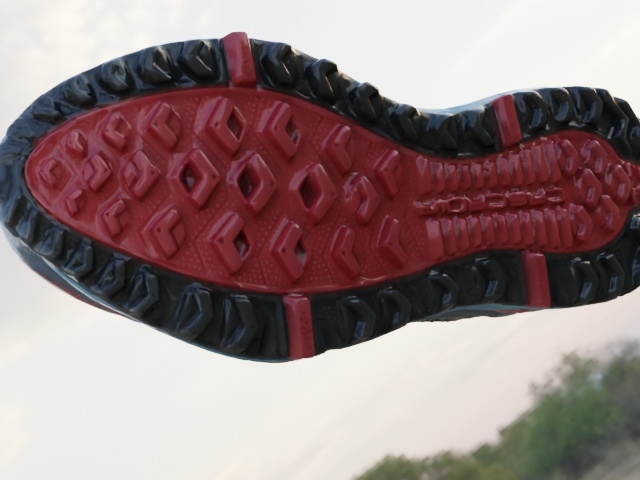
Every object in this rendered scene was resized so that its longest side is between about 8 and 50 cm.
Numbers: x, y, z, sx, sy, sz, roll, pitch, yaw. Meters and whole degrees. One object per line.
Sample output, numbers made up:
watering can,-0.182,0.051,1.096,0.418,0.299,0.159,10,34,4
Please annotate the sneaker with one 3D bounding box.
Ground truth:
sneaker,0.000,0.000,0.499,0.262,0.104,0.125,4,-14,-32
